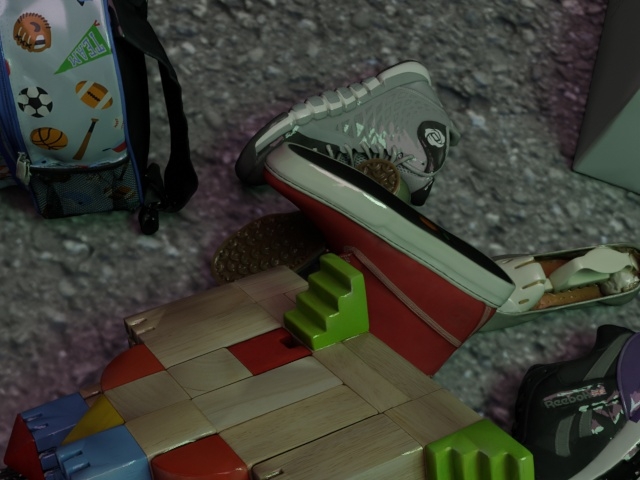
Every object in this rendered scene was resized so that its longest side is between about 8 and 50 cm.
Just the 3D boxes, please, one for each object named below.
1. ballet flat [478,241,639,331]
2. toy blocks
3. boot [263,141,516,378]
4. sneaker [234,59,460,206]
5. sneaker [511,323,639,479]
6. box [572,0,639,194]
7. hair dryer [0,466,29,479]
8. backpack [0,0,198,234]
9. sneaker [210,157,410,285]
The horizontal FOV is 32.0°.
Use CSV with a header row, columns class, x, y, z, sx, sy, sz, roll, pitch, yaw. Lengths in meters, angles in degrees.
class,x,y,z,sx,sy,sz,roll,pitch,yaw
ballet flat,0.211,0.035,1.046,0.213,0.068,0.072,-8,67,-14
toy blocks,-0.071,0.147,0.784,0.261,0.190,0.381,-19,27,-23
boot,0.021,0.041,0.940,0.244,0.088,0.176,34,104,-19
sneaker,0.042,-0.078,1.059,0.229,0.086,0.132,-29,76,-23
sneaker,0.201,0.180,0.976,0.283,0.107,0.124,-32,55,-23
box,0.417,-0.214,1.148,0.215,0.168,0.345,19,63,-2
hair dryer,-0.278,0.232,0.846,0.224,0.080,0.293,12,62,-4
backpack,-0.227,-0.169,0.948,0.213,0.263,0.276,-9,68,-15
sneaker,0.000,0.000,1.021,0.192,0.086,0.064,-30,64,10
